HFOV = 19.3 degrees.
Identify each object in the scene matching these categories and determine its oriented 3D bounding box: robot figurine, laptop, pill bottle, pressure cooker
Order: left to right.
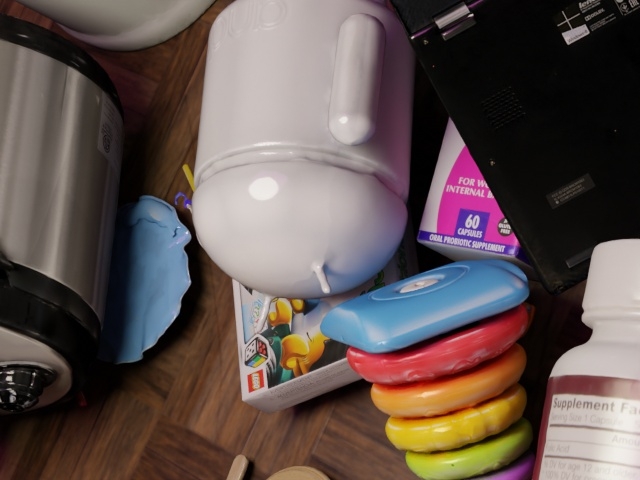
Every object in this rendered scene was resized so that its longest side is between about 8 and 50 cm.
[{"bbox_3d":[-0.397,0.010,1.947,0.375,0.370,0.420,-22,56,43],"label":"pressure cooker"},{"bbox_3d":[-0.015,-0.096,1.756,0.300,0.199,0.353,130,147,-61],"label":"robot figurine"},{"bbox_3d":[0.268,-0.236,1.675,0.382,0.236,0.408,-28,100,8],"label":"laptop"},{"bbox_3d":[0.280,0.209,1.519,0.224,0.224,0.392,5,79,36],"label":"pill bottle"}]

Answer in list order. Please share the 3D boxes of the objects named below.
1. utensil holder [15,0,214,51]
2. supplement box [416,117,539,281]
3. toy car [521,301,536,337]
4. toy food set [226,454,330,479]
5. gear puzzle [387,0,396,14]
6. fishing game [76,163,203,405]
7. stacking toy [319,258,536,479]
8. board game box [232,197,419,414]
[{"bbox_3d":[-0.301,-0.417,2.025,0.327,0.385,0.328,-11,71,32],"label":"utensil holder"},{"bbox_3d":[0.187,-0.083,1.747,0.111,0.114,0.220,9,80,37],"label":"supplement box"},{"bbox_3d":[0.145,0.093,1.767,0.122,0.040,0.060,-51,54,12],"label":"toy car"},{"bbox_3d":[-0.028,0.286,1.839,0.192,0.038,0.132,13,77,43],"label":"toy food set"},{"bbox_3d":[0.106,-0.289,1.913,0.339,0.044,0.175,21,79,34],"label":"gear puzzle"},{"bbox_3d":[-0.198,0.045,2.030,0.264,0.041,0.189,-49,46,20],"label":"fishing game"},{"bbox_3d":[0.130,0.179,1.669,0.175,0.165,0.302,-171,63,-73],"label":"stacking toy"},{"bbox_3d":[0.000,0.000,1.870,0.193,0.053,0.305,-24,56,28],"label":"board game box"}]
